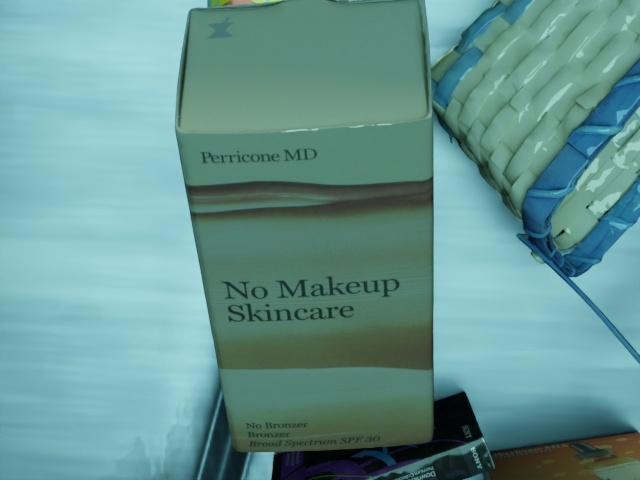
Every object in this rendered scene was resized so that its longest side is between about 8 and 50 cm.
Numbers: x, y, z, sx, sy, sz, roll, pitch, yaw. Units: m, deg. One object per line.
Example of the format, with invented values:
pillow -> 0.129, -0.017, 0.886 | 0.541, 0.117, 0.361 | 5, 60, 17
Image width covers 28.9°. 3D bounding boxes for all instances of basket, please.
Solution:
basket -> 0.235, -0.073, 0.828 | 0.255, 0.201, 0.289 | -46, 62, 6

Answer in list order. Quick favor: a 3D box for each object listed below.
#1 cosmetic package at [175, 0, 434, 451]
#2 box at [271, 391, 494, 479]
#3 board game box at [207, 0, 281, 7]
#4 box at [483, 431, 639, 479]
cosmetic package -> 0.000, 0.000, 0.818 | 0.153, 0.129, 0.296 | -4, 133, 4
box -> 0.042, 0.163, 0.915 | 0.162, 0.116, 0.029 | -18, 99, 2
board game box -> -0.004, -0.250, 0.860 | 0.142, 0.144, 0.275 | 0, 96, 1
box -> 0.190, 0.211, 0.889 | 0.130, 0.170, 0.091 | -9, 97, 2
